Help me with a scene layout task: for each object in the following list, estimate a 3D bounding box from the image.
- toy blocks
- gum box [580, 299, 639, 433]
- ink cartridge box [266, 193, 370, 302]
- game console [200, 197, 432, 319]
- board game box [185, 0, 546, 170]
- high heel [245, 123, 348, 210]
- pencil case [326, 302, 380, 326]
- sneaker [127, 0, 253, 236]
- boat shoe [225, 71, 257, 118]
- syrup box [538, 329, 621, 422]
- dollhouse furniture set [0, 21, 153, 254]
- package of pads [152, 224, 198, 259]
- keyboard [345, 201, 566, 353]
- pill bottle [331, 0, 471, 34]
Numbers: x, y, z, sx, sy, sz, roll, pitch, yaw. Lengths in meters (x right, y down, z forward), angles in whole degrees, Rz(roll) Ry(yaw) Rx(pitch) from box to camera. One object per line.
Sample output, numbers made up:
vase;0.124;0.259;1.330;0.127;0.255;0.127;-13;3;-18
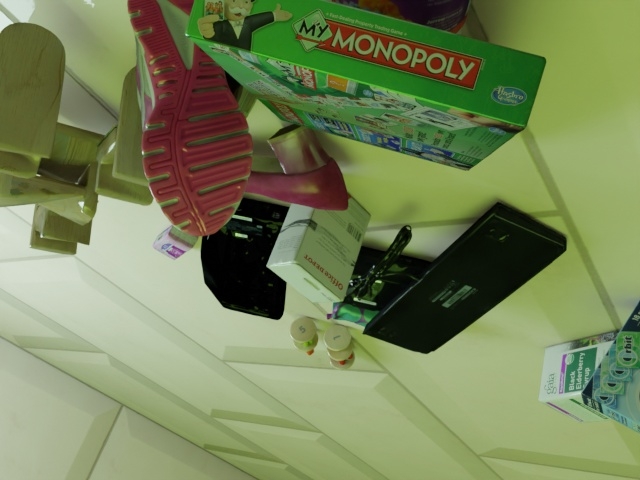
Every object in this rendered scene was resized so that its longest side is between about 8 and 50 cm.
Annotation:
toy blocks;0.006;0.213;1.280;0.123;0.054;0.148;11;150;14
gum box;0.441;0.174;0.778;0.184;0.157;0.041;27;161;41
ink cartridge box;0.000;0.000;0.834;0.056;0.135;0.099;-10;139;43
game console;-0.006;0.052;0.974;0.361;0.044;0.213;13;133;5
board game box;0.043;-0.118;0.535;0.214;0.046;0.317;17;-176;6
high heel;-0.081;-0.063;0.814;0.244;0.082;0.117;-17;112;31
pencil case;0.093;0.127;1.065;0.152;0.064;0.070;24;112;-6
sneaker;-0.128;-0.126;0.641;0.103;0.252;0.111;-5;172;-12
boat shoe;-0.081;-0.166;0.692;0.048;0.056;0.153;-14;161;-29
syrup box;0.441;0.197;0.943;0.096;0.093;0.237;30;150;-18
dollhouse furniture set;-0.416;-0.172;0.788;0.394;0.256;0.362;13;159;-34
package of pads;-0.247;0.002;1.097;0.050;0.032;0.083;33;148;-21
keyboard;0.150;0.052;0.867;0.202;0.033;0.317;22;137;-17
pill bottle;0.065;-0.227;0.433;0.108;0.108;0.193;16;151;7
